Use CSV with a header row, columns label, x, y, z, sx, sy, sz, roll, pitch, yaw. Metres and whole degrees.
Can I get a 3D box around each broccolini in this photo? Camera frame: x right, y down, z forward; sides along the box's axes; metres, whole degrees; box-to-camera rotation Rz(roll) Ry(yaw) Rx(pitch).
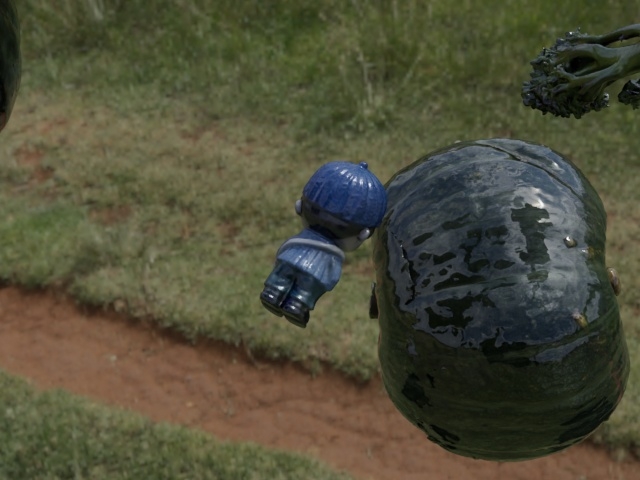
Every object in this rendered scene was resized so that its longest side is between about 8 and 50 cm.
label,x,y,z,sx,sy,sz,roll,pitch,yaw
broccolini,0.277,-0.119,0.779,0.074,0.079,0.392,14,4,-23

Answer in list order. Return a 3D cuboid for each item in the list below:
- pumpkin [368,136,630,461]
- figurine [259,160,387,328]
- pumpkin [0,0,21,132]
label,x,y,z,sx,sy,sz,roll,pitch,yaw
pumpkin,0.177,0.058,1.104,0.257,0.291,0.328,-7,49,8
figurine,-0.002,-0.004,0.850,0.077,0.079,0.136,25,65,22
pumpkin,-0.363,-0.127,0.755,0.315,0.238,0.315,-5,61,9
